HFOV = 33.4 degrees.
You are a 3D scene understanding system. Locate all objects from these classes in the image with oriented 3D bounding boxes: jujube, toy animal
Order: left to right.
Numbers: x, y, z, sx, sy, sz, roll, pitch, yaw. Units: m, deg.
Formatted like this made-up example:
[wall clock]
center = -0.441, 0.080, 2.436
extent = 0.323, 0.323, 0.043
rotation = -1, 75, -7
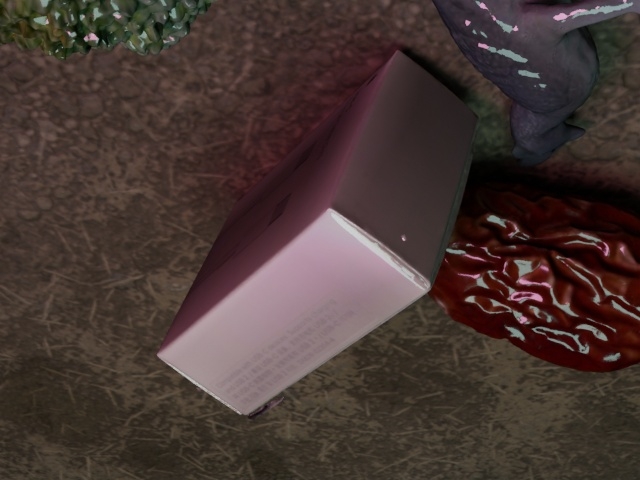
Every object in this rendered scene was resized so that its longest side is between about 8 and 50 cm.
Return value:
[toy animal]
center = 0.146, -0.164, 0.754
extent = 0.206, 0.081, 0.367
rotation = -6, 144, 40
[jujube]
center = 0.197, 0.029, 0.936
extent = 0.230, 0.155, 0.155
rotation = 13, 139, -7

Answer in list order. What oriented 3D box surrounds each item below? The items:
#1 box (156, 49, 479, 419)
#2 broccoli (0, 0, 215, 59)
[box]
center = 0.000, 0.000, 0.857
extent = 0.106, 0.203, 0.252
rotation = 39, 134, -14
[broccoli]
center = -0.174, -0.222, 0.608
extent = 0.288, 0.259, 0.235
rotation = 21, 151, -16
